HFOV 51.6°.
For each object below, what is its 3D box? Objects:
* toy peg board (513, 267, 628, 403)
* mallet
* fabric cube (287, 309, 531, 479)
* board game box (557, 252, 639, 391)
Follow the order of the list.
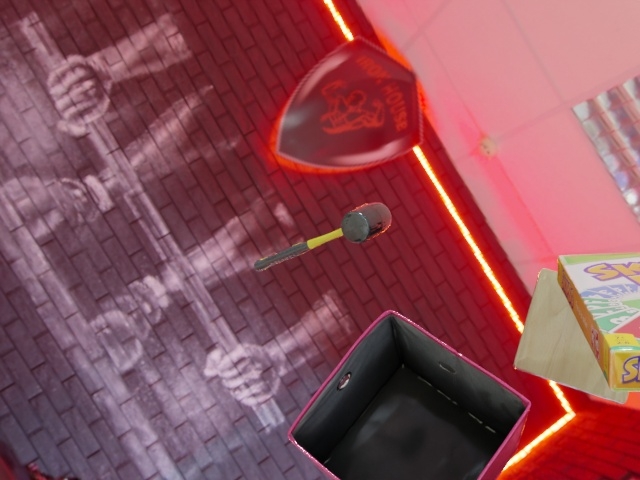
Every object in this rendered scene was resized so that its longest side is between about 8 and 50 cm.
[{"bbox_3d":[0.390,0.148,1.011,0.160,0.161,0.079,17,-15,13],"label":"toy peg board"},{"bbox_3d":[0.000,0.000,0.780,0.189,0.062,0.039,-22,-89,42],"label":"mallet"},{"bbox_3d":[0.143,0.312,1.037,0.259,0.254,0.258,33,-17,26],"label":"fabric cube"},{"bbox_3d":[0.263,0.049,0.513,0.259,0.124,0.039,-41,128,-74],"label":"board game box"}]
